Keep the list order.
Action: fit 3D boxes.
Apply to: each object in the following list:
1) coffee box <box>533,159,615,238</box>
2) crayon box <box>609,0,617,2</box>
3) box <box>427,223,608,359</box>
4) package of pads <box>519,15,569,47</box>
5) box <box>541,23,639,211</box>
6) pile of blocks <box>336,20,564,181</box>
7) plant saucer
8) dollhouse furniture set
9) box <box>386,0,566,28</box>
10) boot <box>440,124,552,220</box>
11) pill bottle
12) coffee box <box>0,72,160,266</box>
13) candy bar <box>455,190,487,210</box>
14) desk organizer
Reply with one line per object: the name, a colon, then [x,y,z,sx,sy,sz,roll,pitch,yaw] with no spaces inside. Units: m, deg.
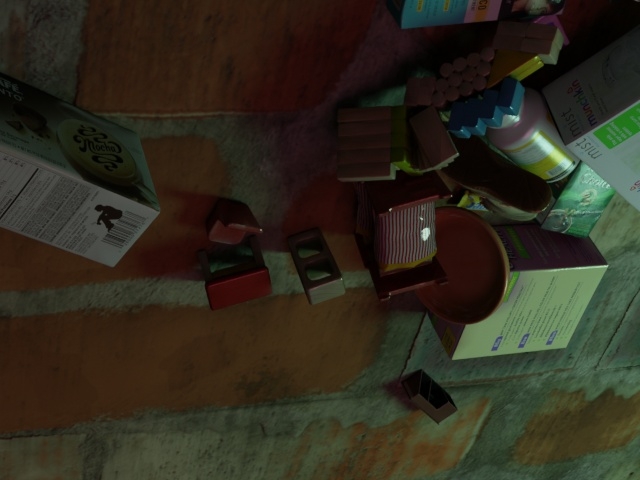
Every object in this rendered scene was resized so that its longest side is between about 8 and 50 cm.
coffee box: [0.443,-0.094,1.811,0.113,0.040,0.184,12,120,-30]
crayon box: [0.578,-0.434,1.514,0.323,0.083,0.203,-16,137,-7]
box: [0.343,0.088,1.909,0.243,0.117,0.213,-4,134,-21]
package of pads: [0.323,-0.306,1.569,0.050,0.032,0.083,-30,137,11]
box: [0.499,-0.189,1.608,0.231,0.126,0.262,-34,139,25]
pile of blocks: [0.192,-0.175,1.535,0.362,0.149,0.113,-27,160,18]
plant saucer: [0.227,0.038,1.768,0.037,0.200,0.200,-20,146,-46]
dollhouse furniture set: [0.000,0.000,1.646,0.374,0.152,0.201,-16,137,-8]
box: [0.217,-0.350,1.458,0.244,0.060,0.100,-8,135,-15]
boot: [0.256,-0.099,1.698,0.077,0.213,0.165,-60,173,-2]
pill bottle: [0.315,-0.170,1.649,0.103,0.103,0.184,-41,134,18]
coffee box: [-0.369,-0.101,1.376,0.297,0.168,0.119,24,120,-38]
candy bar: [0.298,-0.062,1.813,0.161,0.018,0.040,5,130,-27]
desk organizer: [0.215,0.307,2.125,0.050,0.047,0.130,-36,136,10]
